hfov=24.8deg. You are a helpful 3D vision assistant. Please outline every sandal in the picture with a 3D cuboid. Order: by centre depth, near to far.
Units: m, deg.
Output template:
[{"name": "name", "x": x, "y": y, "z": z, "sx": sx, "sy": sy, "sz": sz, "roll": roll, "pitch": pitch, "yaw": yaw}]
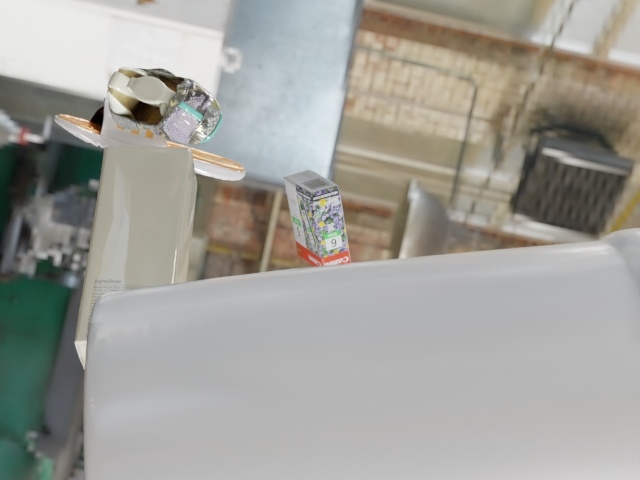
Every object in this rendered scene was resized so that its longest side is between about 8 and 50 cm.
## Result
[{"name": "sandal", "x": -0.215, "y": -0.145, "z": 1.887, "sx": 0.102, "sy": 0.265, "sz": 0.076, "roll": 34, "pitch": -72, "yaw": 63}]

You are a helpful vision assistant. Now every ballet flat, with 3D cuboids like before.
[{"name": "ballet flat", "x": -0.096, "y": -0.081, "z": 0.811, "sx": 0.114, "sy": 0.041, "sz": 0.041, "roll": 20, "pitch": -80, "yaw": 54}]

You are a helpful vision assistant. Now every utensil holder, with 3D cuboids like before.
[{"name": "utensil holder", "x": 0.053, "y": 0.171, "z": 0.985, "sx": 0.327, "sy": 0.386, "sz": 0.327, "roll": 174, "pitch": -90, "yaw": -88}]

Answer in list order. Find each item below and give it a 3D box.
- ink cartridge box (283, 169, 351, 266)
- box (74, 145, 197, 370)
[{"name": "ink cartridge box", "x": 0.000, "y": 0.000, "z": 1.289, "sx": 0.063, "sy": 0.029, "sz": 0.115, "roll": -146, "pitch": -137, "yaw": -61}, {"name": "box", "x": -0.214, "y": 0.024, "z": 1.722, "sx": 0.094, "sy": 0.113, "sz": 0.275, "roll": 86, "pitch": 8, "yaw": -58}]
